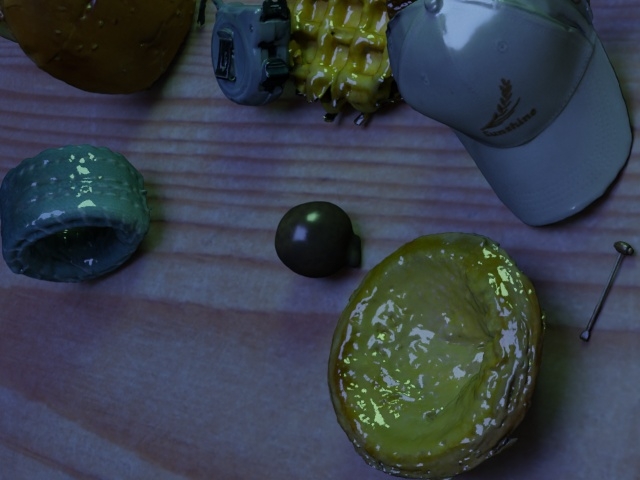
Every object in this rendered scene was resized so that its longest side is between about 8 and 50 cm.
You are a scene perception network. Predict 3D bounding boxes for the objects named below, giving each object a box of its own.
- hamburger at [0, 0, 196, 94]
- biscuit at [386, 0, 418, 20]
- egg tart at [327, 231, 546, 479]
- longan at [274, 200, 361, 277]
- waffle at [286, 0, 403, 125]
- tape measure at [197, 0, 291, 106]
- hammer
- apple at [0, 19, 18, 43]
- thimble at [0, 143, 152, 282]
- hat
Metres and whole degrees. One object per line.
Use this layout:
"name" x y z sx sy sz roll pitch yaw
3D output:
"hamburger" -0.342 -0.375 2.098 0.290 0.314 0.170 -58 28 -8
"biscuit" 0.188 -0.272 1.708 0.236 0.039 0.180 40 114 7
"egg tart" 0.148 0.140 1.613 0.315 0.120 0.315 -17 62 35
"longan" 0.000 0.000 1.809 0.119 0.106 0.106 19 87 3
"waffle" 0.082 -0.366 1.871 0.380 0.095 0.382 -32 59 29
"tape measure" -0.144 -0.282 1.996 0.330 0.084 0.164 14 104 59
"hammer" 0.327 0.059 1.563 0.029 0.014 0.123 26 95 52
"apple" -0.482 -0.454 2.263 0.262 0.262 0.262 -15 65 36
"thimble" -0.371 -0.041 2.069 0.235 0.198 0.143 -13 61 5
"hat" 0.213 -0.157 1.593 0.258 0.168 0.301 -26 90 35
